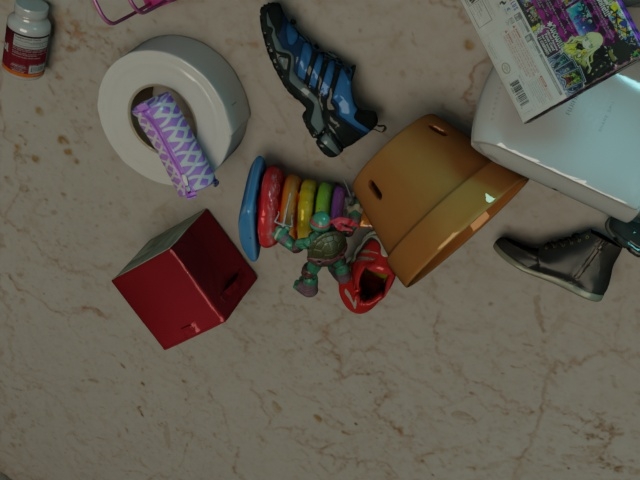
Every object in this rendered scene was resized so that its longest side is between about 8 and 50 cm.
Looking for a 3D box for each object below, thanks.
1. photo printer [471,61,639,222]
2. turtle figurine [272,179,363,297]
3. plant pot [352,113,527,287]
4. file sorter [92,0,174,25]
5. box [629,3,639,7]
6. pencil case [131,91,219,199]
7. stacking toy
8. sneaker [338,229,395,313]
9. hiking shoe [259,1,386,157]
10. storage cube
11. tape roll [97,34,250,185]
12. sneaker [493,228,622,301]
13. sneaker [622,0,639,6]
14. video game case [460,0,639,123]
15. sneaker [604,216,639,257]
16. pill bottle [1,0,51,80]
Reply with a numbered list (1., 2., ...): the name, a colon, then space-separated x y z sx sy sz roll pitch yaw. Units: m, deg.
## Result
1. photo printer: 0.414 -0.205 1.558 0.307 0.107 0.256 26 83 6
2. turtle figurine: 0.000 0.000 1.767 0.175 0.118 0.234 -7 136 -4
3. plant pot: 0.196 -0.086 1.699 0.203 0.291 0.291 49 126 10
4. file sorter: -0.262 -0.515 1.657 0.290 0.182 0.202 -12 114 27
5. box: 0.549 -0.449 1.458 0.231 0.056 0.183 7 121 17
6. pencil case: -0.277 -0.177 1.802 0.086 0.088 0.206 -19 110 27
7. stacking toy: 0.001 -0.055 1.865 0.302 0.166 0.175 5 140 6
8. sneaker: 0.088 0.084 1.887 0.107 0.118 0.279 16 148 -2
9. hiking shoe: -0.005 -0.308 1.750 0.132 0.113 0.304 -29 102 1
10. storage cube: -0.287 0.083 2.026 0.215 0.184 0.193 -25 107 31
11. tape roll: -0.288 -0.253 1.876 0.286 0.100 0.286 10 122 16
12. sneaker: 0.441 0.015 1.779 0.222 0.083 0.118 24 107 14
13. sneaker: 0.576 -0.347 1.407 0.295 0.124 0.178 -14 105 27
14. video game case: 0.347 -0.327 1.443 0.210 0.042 0.232 -30 84 33
15. sneaker: 0.637 0.008 1.693 0.267 0.101 0.106 26 103 6
16. pill bottle: -0.585 -0.404 1.909 0.086 0.086 0.152 25 124 6
